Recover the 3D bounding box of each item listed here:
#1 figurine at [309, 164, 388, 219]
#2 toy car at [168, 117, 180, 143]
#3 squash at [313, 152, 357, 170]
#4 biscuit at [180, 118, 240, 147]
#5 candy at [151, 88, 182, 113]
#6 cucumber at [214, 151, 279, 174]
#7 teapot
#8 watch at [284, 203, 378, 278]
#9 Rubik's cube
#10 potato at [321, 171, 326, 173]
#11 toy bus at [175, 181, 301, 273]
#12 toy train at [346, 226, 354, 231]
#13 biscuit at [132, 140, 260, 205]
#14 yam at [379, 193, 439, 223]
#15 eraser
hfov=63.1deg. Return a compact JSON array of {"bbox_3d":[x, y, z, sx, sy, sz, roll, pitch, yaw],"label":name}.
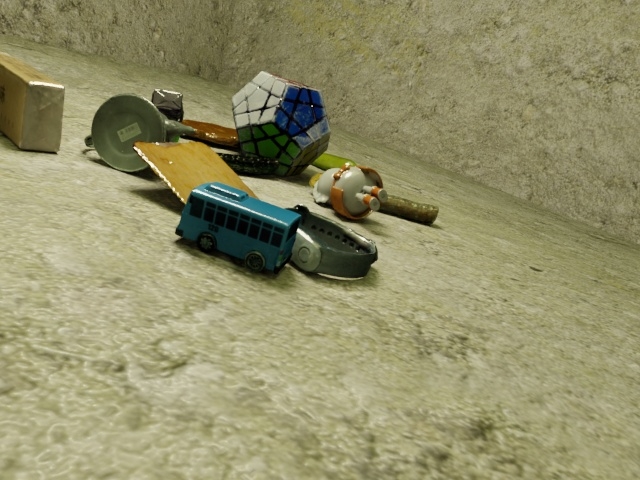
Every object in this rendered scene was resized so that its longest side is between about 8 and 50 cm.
[{"bbox_3d":[0.060,-0.136,1.337,0.143,0.144,0.271,-2,28,-47],"label":"figurine"},{"bbox_3d":[-0.438,-0.317,1.496,0.071,0.063,0.165,12,19,-22],"label":"toy car"},{"bbox_3d":[0.041,-0.265,1.815,0.200,0.067,0.066,19,16,27],"label":"squash"},{"bbox_3d":[-0.337,-0.342,1.705,0.208,0.041,0.290,31,22,37],"label":"biscuit"},{"bbox_3d":[-0.473,-0.411,1.623,0.087,0.061,0.312,8,3,-14],"label":"candy"},{"bbox_3d":[-0.212,-0.205,1.395,0.214,0.058,0.052,-1,60,-40],"label":"cucumber"},{"bbox_3d":[-0.406,-0.233,1.162,0.239,0.163,0.149,-8,7,7],"label":"teapot"},{"bbox_3d":[0.000,0.000,0.977,0.206,0.069,0.192,35,20,33],"label":"watch"},{"bbox_3d":[-0.118,-0.343,1.553,0.318,0.320,0.264,5,-5,-34],"label":"Rubik's cube"},{"bbox_3d":[0.036,-0.176,1.559,0.083,0.062,0.068,35,29,-17],"label":"potato"},{"bbox_3d":[-0.133,-0.026,0.854,0.184,0.106,0.090,20,20,7],"label":"toy bus"},{"bbox_3d":[0.035,-0.029,1.173,0.083,0.017,0.017,22,25,11],"label":"toy train"},{"bbox_3d":[-0.236,-0.124,1.070,0.237,0.013,0.232,45,25,13],"label":"biscuit"},{"bbox_3d":[0.208,-0.103,1.500,0.273,0.061,0.061,14,18,-10],"label":"yam"},{"bbox_3d":[-0.663,-0.312,1.132,0.343,0.144,0.078,30,23,36],"label":"eraser"}]
